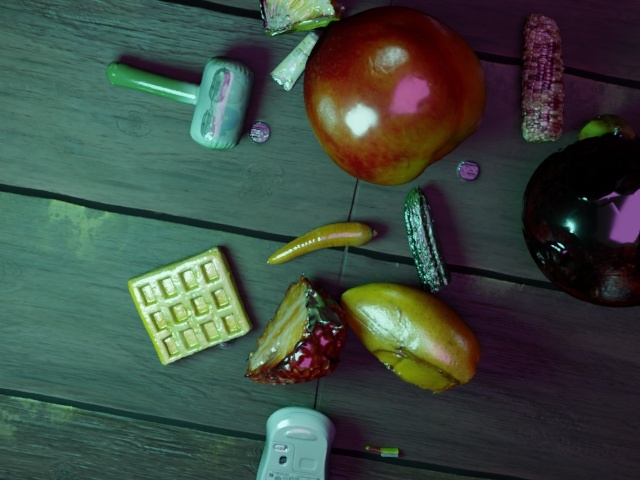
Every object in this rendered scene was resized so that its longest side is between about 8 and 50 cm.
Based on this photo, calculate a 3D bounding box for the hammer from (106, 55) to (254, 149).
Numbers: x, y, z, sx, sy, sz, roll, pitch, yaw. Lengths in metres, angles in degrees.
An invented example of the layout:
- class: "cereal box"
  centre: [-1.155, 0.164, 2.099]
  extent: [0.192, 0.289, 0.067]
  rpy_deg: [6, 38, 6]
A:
- class: "hammer"
  centre: [-0.324, -0.337, 1.728]
  extent: [0.335, 0.119, 0.207]
  rpy_deg: [16, 98, 5]

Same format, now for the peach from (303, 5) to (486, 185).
- class: "peach"
  centre: [0.143, -0.312, 1.603]
  extent: [0.388, 0.388, 0.389]
  rpy_deg: [0, 98, 0]

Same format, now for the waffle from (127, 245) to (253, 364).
- class: "waffle"
  centre: [-0.311, 0.155, 1.819]
  extent: [0.247, 0.055, 0.221]
  rpy_deg: [-21, 98, 4]

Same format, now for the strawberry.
- class: "strawberry"
  centre: [-0.039, 0.247, 1.746]
  extent: [0.150, 0.253, 0.280]
  rpy_deg: [28, 101, -20]

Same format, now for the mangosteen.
- class: "mangosteen"
  centre: [0.630, -0.073, 1.635]
  extent: [0.381, 0.381, 0.421]
  rpy_deg: [29, 87, -4]

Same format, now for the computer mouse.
- class: "computer mouse"
  centre: [-0.061, 0.522, 1.844]
  extent: [0.184, 0.121, 0.297]
  rpy_deg: [3, 112, -2]

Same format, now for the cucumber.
- class: "cucumber"
  centre: [0.244, 0.006, 1.788]
  extent: [0.077, 0.077, 0.265]
  rpy_deg: [-18, 97, 3]

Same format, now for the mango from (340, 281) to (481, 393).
- class: "mango"
  centre: [0.203, 0.211, 1.767]
  extent: [0.350, 0.201, 0.199]
  rpy_deg: [34, 79, 12]

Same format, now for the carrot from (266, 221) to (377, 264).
- class: "carrot"
  centre: [0.000, 0.000, 1.799]
  extent: [0.271, 0.066, 0.062]
  rpy_deg: [-10, 55, 4]

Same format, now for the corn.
- class: "corn"
  centre: [0.498, -0.364, 1.724]
  extent: [0.098, 0.098, 0.290]
  rpy_deg: [-2, 94, 1]

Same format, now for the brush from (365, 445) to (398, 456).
- class: "brush"
  centre: [0.151, 0.522, 1.891]
  extent: [0.083, 0.019, 0.021]
  rpy_deg: [7, 108, -3]

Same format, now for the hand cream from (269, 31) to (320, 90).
- class: "hand cream"
  centre: [-0.052, -0.415, 1.747]
  extent: [0.061, 0.039, 0.143]
  rpy_deg: [40, 101, -7]

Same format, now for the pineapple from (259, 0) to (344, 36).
- class: "pineapple"
  centre: [-0.062, -0.534, 1.703]
  extent: [0.236, 0.114, 0.186]
  rpy_deg: [32, 98, 6]
